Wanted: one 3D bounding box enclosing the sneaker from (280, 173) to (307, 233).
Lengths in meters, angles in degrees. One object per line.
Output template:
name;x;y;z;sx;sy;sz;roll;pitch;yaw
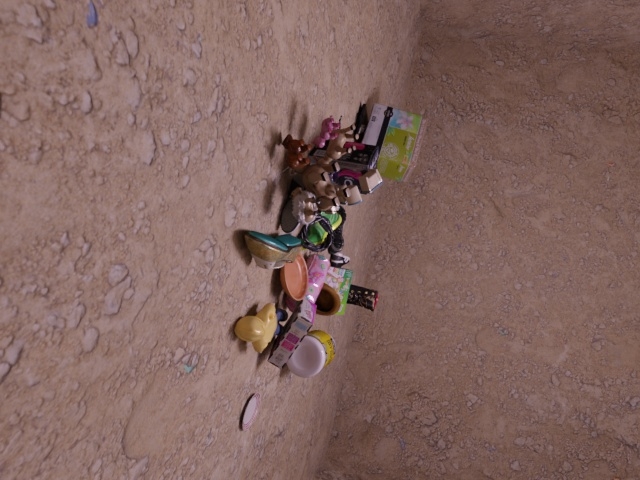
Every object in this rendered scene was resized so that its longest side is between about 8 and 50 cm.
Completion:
sneaker;-0.072;-0.112;1.494;0.163;0.086;0.226;52;51;-66

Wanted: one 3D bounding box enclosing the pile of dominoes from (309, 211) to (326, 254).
pile of dominoes;0.000;0.000;1.916;0.251;0.040;0.196;82;26;-51

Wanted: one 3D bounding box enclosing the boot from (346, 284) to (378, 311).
boot;0.177;0.326;2.328;0.377;0.284;0.138;7;96;-74

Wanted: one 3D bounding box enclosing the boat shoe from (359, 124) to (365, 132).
boat shoe;0.228;-0.616;2.232;0.100;0.035;0.035;-58;156;-50

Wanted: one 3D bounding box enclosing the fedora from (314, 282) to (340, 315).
fedora;0.017;0.270;1.932;0.079;0.194;0.194;-62;159;-56

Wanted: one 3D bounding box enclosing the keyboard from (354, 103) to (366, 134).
keyboard;0.202;-0.645;2.150;0.100;0.038;0.192;154;-50;-80

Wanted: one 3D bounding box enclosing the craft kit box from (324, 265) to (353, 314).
craft kit box;0.053;0.258;2.089;0.250;0.061;0.247;13;92;-47

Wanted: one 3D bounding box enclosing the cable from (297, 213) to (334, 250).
cable;-0.013;-0.030;1.593;0.184;0.047;0.151;19;82;-45

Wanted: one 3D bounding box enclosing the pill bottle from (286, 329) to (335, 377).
pill bottle;-0.032;0.536;1.951;0.334;0.187;0.188;18;85;-74

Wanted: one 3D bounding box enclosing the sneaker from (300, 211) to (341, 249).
sneaker;-0.023;-0.057;1.723;0.123;0.109;0.295;58;44;-14

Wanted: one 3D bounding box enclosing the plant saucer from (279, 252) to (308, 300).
plant saucer;-0.105;0.134;1.562;0.200;0.037;0.200;-10;90;-68

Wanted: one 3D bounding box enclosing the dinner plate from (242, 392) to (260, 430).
dinner plate;-0.267;0.652;1.539;0.141;0.017;0.141;12;90;-74

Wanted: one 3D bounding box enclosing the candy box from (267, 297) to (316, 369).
candy box;-0.107;0.356;1.552;0.233;0.071;0.159;-58;-175;17

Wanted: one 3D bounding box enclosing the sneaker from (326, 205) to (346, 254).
sneaker;0.066;-0.055;2.016;0.106;0.101;0.267;126;-26;-63

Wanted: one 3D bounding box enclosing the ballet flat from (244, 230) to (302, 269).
ballet flat;-0.154;0.039;1.298;0.348;0.123;0.123;2;100;-74

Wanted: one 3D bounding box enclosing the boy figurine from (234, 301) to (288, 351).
boy figurine;-0.198;0.301;1.372;0.285;0.092;0.177;10;93;-73

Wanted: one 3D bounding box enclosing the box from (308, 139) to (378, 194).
box;0.093;-0.299;1.619;0.163;0.247;0.142;-61;156;-44

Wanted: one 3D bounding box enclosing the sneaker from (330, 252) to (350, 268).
sneaker;0.102;0.138;2.328;0.217;0.079;0.121;27;79;-65

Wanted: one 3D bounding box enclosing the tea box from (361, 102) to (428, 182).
tea box;0.400;-0.552;2.292;0.220;0.323;0.329;98;9;-73

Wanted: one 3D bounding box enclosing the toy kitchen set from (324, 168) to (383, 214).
toy kitchen set;0.114;-0.186;1.534;0.166;0.207;0.122;-40;122;-26

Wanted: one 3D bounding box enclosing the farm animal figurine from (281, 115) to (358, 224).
farm animal figurine;-0.011;-0.245;1.378;0.330;0.172;0.327;-24;107;-43

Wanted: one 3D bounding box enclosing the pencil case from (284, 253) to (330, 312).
pencil case;-0.053;0.183;1.732;0.124;0.124;0.284;87;23;-43
